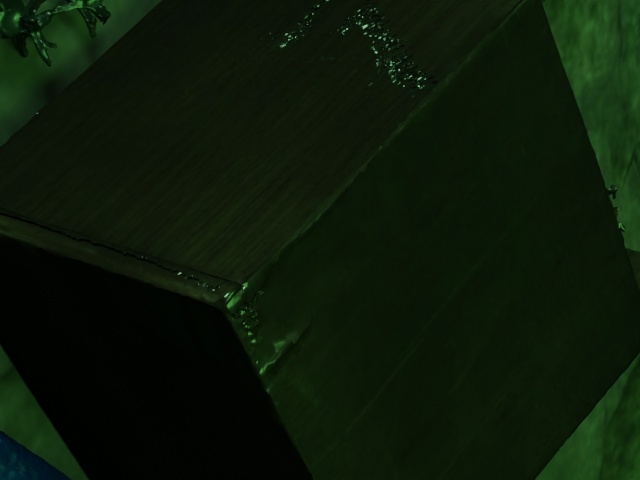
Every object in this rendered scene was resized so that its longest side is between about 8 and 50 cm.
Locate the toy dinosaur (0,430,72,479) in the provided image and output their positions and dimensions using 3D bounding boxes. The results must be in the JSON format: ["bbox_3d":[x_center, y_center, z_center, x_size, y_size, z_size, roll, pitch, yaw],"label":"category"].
[{"bbox_3d":[-0.093,0.085,0.662,0.247,0.075,0.188,13,92,-29],"label":"toy dinosaur"}]

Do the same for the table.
[{"bbox_3d":[0.000,0.000,0.682,0.193,0.172,0.169,-46,131,-26],"label":"table"}]

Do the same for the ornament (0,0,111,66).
[{"bbox_3d":[-0.114,-0.109,0.638,0.125,0.028,0.073,35,73,-44],"label":"ornament"}]
